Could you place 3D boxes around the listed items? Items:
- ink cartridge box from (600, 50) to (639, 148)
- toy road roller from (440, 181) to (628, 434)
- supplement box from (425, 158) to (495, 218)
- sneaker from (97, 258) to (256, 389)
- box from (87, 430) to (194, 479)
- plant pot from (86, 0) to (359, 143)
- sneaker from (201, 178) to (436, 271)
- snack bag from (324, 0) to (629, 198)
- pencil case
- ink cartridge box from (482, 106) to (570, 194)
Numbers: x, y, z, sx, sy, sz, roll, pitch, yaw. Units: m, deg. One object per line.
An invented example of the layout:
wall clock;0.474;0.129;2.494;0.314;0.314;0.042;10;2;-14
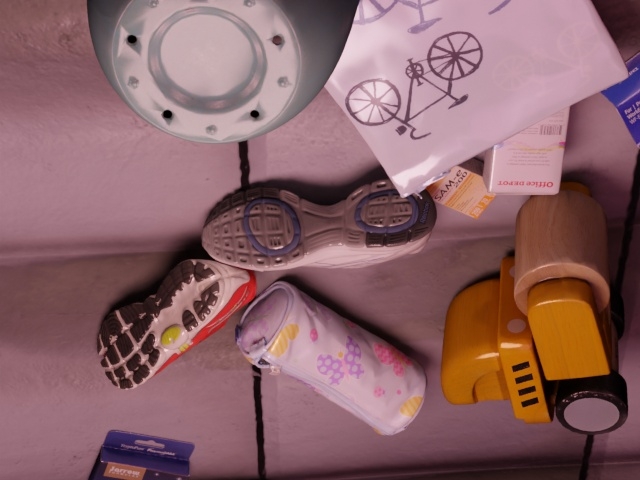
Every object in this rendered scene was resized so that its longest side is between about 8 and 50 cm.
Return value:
ink cartridge box;0.499;-0.128;1.743;0.332;0.065;0.165;35;121;-30
toy road roller;0.263;0.101;1.844;0.240;0.202;0.329;-6;134;15
supplement box;0.170;-0.074;1.776;0.098;0.036;0.062;21;126;-23
sneaker;-0.185;0.113;1.872;0.279;0.107;0.118;-33;162;37
box;-0.283;0.376;2.145;0.136;0.036;0.225;12;129;-16
plant pot;-0.101;-0.234;1.435;0.293;0.235;0.293;1;125;2
sneaker;0.000;0.000;1.782;0.297;0.111;0.129;-2;158;9
snack bag;0.146;-0.240;1.592;0.323;0.037;0.342;-28;119;17
pencil case;0.019;0.162;1.918;0.273;0.124;0.113;32;122;-31
ink cartridge box;0.245;-0.120;1.710;0.088;0.052;0.122;1;114;-6
